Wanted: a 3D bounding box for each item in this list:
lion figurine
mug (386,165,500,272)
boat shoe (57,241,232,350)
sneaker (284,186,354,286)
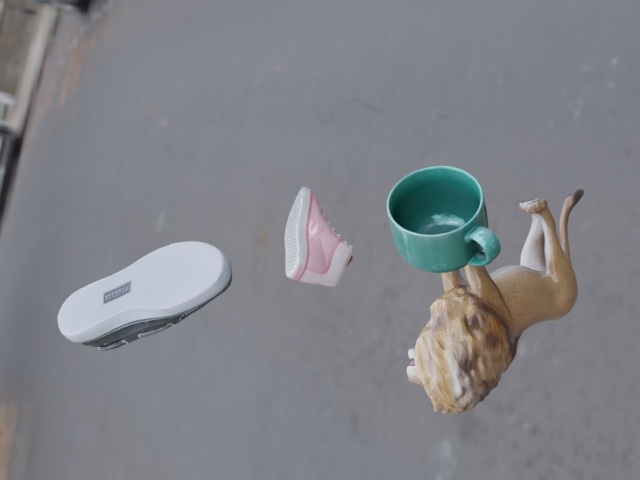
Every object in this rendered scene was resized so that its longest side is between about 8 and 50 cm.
[{"bbox_3d":[0.278,0.082,2.000,0.142,0.392,0.240,-17,94,60],"label":"lion figurine"},{"bbox_3d":[0.161,-0.011,1.823,0.097,0.129,0.158,74,-178,-46],"label":"mug"},{"bbox_3d":[-0.110,0.039,0.909,0.142,0.040,0.049,-19,53,31],"label":"boat shoe"},{"bbox_3d":[0.000,0.000,1.518,0.134,0.070,0.051,-90,22,-48],"label":"sneaker"}]
